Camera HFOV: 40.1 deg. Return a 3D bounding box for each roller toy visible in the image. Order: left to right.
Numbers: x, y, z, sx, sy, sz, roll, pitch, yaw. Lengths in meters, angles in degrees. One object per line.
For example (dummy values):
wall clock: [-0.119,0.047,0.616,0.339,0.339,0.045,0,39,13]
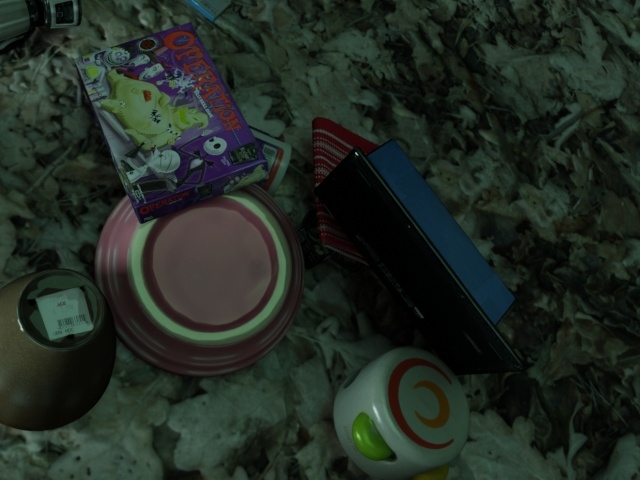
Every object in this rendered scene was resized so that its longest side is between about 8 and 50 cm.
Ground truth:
roller toy: [0.126,0.277,1.385,0.209,0.146,0.191,22,53,-24]

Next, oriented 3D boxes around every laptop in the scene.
laptop: [0.200,-0.005,1.401,0.236,0.408,0.382,-38,90,-15]

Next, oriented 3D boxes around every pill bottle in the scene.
pill bottle: [-0.155,-0.150,1.459,0.194,0.108,0.108,22,61,-15]

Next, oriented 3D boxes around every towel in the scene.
towel: [0.070,-0.079,1.523,0.199,0.031,0.274,23,47,-32]

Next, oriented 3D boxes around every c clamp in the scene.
c clamp: [0.011,0.011,1.523,0.161,0.022,0.137,31,54,-9]

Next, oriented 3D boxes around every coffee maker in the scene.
coffee maker: [-0.495,-0.397,1.399,0.178,0.120,0.171,-24,80,-32]

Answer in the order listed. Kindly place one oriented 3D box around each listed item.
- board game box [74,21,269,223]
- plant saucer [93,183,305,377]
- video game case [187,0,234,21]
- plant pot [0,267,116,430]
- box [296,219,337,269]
board game box: [-0.240,-0.195,1.371,0.208,0.056,0.346,-19,55,-16]
plant saucer: [-0.175,0.041,1.346,0.332,0.084,0.332,4,77,-19]
video game case: [-0.199,-0.496,1.644,0.119,0.015,0.166,39,58,-5]
plant pot: [-0.361,0.126,1.170,0.215,0.230,0.215,10,65,-22]
box: [0.000,0.000,1.476,0.083,0.052,0.062,-27,79,-36]
